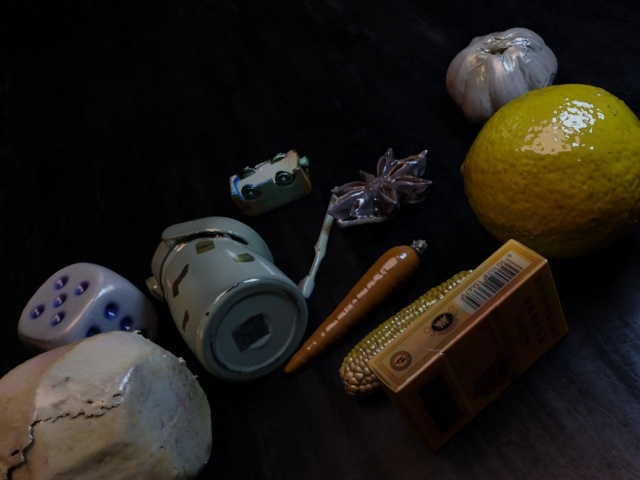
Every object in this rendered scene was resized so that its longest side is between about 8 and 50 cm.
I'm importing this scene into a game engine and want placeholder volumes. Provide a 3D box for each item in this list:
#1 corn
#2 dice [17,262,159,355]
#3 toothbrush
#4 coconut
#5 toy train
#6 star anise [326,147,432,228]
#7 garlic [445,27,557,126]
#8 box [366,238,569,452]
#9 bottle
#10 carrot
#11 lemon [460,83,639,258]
[{"bbox_3d":[0.156,0.147,1.100,0.292,0.101,0.101,-36,40,0],"label":"corn"},{"bbox_3d":[-0.450,0.168,1.382,0.192,0.193,0.194,8,53,36],"label":"dice"},{"bbox_3d":[0.004,-0.002,1.394,0.028,0.026,0.294,-16,41,41],"label":"toothbrush"},{"bbox_3d":[-0.365,0.311,1.102,0.353,0.352,0.352,-17,43,17],"label":"coconut"},{"bbox_3d":[-0.103,-0.123,1.526,0.188,0.099,0.072,-21,44,11],"label":"toy train"},{"bbox_3d":[0.110,-0.087,1.368,0.230,0.081,0.262,1,39,32],"label":"star anise"},{"bbox_3d":[0.360,-0.337,1.409,0.228,0.152,0.227,-22,42,21],"label":"garlic"},{"bbox_3d":[0.215,0.150,0.996,0.274,0.174,0.076,-39,40,-9],"label":"box"},{"bbox_3d":[-0.184,0.081,1.300,0.229,0.229,0.352,-40,38,-9],"label":"bottle"},{"bbox_3d":[0.061,0.112,1.217,0.336,0.069,0.069,-42,41,-6],"label":"carrot"},{"bbox_3d":[0.366,-0.104,1.088,0.293,0.293,0.293,-17,43,17],"label":"lemon"}]
